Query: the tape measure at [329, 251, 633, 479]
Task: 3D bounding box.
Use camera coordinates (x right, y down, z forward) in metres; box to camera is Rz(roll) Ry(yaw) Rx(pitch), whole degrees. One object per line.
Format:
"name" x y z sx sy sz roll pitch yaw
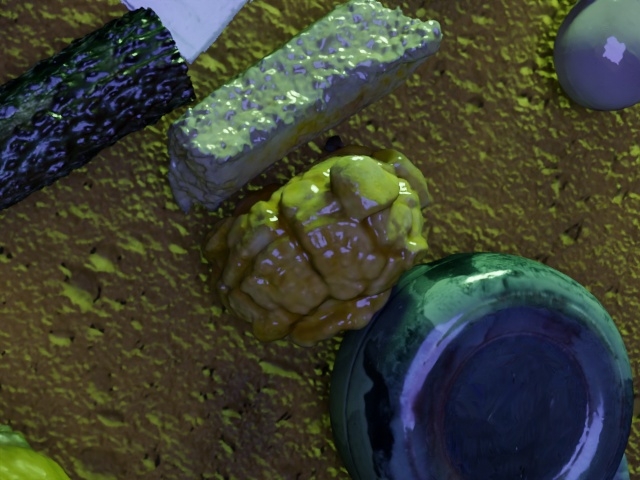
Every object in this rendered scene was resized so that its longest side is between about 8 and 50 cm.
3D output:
"tape measure" 0.136 0.146 1.363 0.256 0.147 0.275 -10 99 -23

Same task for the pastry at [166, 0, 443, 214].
"pastry" -0.017 -0.121 1.314 0.258 0.121 0.089 -37 95 -13

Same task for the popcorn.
"popcorn" 0.007 0.002 1.306 0.194 0.163 0.140 -33 107 -18

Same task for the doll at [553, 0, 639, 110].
"doll" 0.213 -0.253 1.403 0.365 0.094 0.160 48 70 -15

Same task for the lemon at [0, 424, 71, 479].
"lemon" -0.271 0.323 1.136 0.350 0.350 0.387 9 71 -19

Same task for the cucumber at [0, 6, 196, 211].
"cucumber" -0.270 -0.061 1.249 0.359 0.096 0.096 -31 101 -14

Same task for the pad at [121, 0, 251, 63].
"pad" -0.140 -0.279 1.330 0.232 0.004 0.156 44 78 -15
